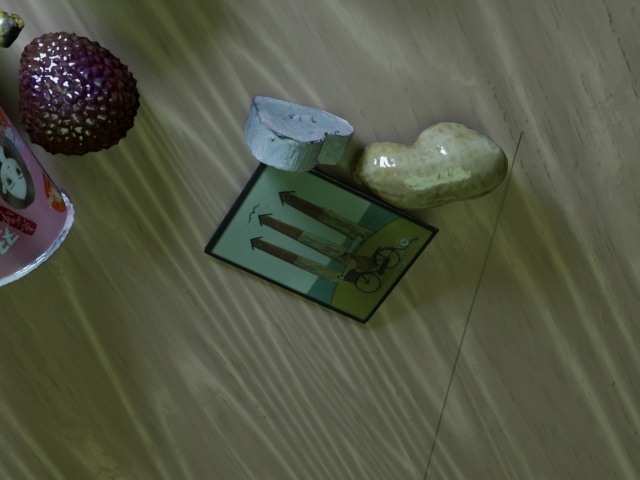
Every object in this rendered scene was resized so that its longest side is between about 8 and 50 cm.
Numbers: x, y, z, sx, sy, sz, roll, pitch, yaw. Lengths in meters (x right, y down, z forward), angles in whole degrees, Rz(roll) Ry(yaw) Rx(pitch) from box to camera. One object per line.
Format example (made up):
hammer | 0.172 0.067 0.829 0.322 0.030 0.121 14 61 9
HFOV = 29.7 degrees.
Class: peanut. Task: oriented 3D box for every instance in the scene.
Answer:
peanut | 0.178 -0.120 1.982 0.253 0.137 0.122 -13 159 -1

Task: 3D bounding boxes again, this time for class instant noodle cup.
instant noodle cup | -0.519 -0.084 1.791 0.243 0.243 0.231 -18 132 2

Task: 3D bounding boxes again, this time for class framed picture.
framed picture | 0.000 0.000 2.042 0.324 0.013 0.244 24 123 -17

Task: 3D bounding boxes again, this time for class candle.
candle | -0.049 -0.173 1.918 0.169 0.192 0.068 31 116 27

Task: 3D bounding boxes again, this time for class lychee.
lychee | -0.366 -0.218 1.831 0.188 0.188 0.188 -3 115 -6

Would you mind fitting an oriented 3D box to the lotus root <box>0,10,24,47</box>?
lotus root | -0.593 -0.291 1.776 0.314 0.169 0.141 -17 110 -5
